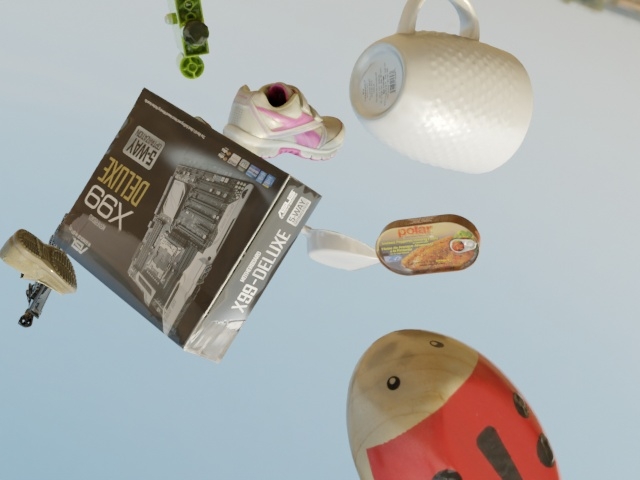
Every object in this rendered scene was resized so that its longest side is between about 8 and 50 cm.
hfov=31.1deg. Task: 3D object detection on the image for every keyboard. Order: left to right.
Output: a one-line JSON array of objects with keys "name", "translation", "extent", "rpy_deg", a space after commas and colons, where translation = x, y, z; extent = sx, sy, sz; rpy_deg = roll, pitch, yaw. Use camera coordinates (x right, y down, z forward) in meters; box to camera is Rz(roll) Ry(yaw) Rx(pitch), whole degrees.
[{"name": "keyboard", "translation": [-0.498, 0.061, 2.079], "extent": [0.033, 0.201, 0.317], "rpy_deg": [24, -167, -14]}]

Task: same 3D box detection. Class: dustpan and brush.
[{"name": "dustpan and brush", "translation": [0.000, 0.000, 2.167], "extent": [0.211, 0.060, 0.147], "rpy_deg": [14, 165, -24]}]

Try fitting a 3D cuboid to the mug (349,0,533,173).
[{"name": "mug", "translation": [0.238, -0.344, 2.382], "extent": [0.328, 0.374, 0.276], "rpy_deg": [8, 179, -41]}]

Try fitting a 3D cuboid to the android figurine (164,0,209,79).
[{"name": "android figurine", "translation": [-0.230, -0.396, 1.904], "extent": [0.056, 0.248, 0.273], "rpy_deg": [-12, -161, -10]}]

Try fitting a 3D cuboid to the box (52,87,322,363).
[{"name": "box", "translation": [-0.176, -0.026, 1.449], "extent": [0.307, 0.242, 0.076], "rpy_deg": [34, -178, 39]}]

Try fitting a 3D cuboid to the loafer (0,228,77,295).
[{"name": "loafer", "translation": [-0.394, 0.033, 1.610], "extent": [0.148, 0.050, 0.056], "rpy_deg": [51, -158, -48]}]

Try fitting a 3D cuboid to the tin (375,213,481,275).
[{"name": "tin", "translation": [0.190, 0.007, 2.034], "extent": [0.190, 0.106, 0.040], "rpy_deg": [-6, -144, 23]}]

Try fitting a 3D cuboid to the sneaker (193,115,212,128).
[{"name": "sneaker", "translation": [-0.206, -0.116, 1.756], "extent": [0.066, 0.071, 0.188], "rpy_deg": [-14, -146, 24]}]

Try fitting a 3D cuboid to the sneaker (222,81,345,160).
[{"name": "sneaker", "translation": [-0.046, -0.193, 1.822], "extent": [0.103, 0.111, 0.252], "rpy_deg": [26, -160, 35]}]

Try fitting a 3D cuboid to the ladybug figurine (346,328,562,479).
[{"name": "ladybug figurine", "translation": [0.224, 0.329, 1.713], "extent": [0.449, 0.305, 0.162], "rpy_deg": [53, 152, -12]}]
